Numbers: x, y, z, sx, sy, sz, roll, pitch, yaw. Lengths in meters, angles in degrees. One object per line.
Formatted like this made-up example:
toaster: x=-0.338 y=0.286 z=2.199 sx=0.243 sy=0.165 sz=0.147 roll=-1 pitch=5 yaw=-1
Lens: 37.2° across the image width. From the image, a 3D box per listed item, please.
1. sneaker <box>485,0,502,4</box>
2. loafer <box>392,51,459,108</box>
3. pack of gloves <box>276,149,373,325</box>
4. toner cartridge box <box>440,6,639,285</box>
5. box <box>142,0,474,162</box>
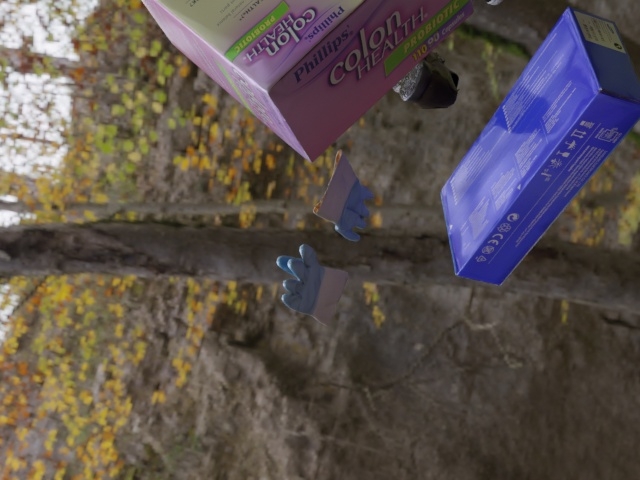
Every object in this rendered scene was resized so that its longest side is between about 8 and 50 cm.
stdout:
sneaker: x=0.223 y=-0.442 z=1.314 sx=0.079 sy=0.121 sz=0.216 roll=-98 pitch=19 yaw=-61
loafer: x=0.156 y=-0.228 z=1.379 sx=0.080 sy=0.078 sz=0.220 roll=-59 pitch=8 yaw=22
pack of gloves: x=0.000 y=0.000 z=1.224 sx=0.232 sy=0.046 sz=0.195 roll=40 pitch=-110 yaw=-72
toner cartridge box: x=0.275 y=-0.112 z=1.237 sx=0.348 sy=0.075 sz=0.165 roll=121 pitch=156 yaw=-44
box: x=-0.023 y=-0.234 z=0.891 sx=0.213 sy=0.243 sz=0.117 roll=-44 pitch=-34 yaw=-6
